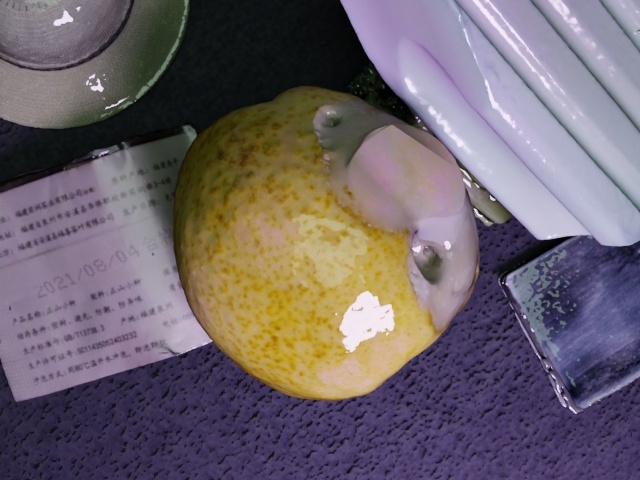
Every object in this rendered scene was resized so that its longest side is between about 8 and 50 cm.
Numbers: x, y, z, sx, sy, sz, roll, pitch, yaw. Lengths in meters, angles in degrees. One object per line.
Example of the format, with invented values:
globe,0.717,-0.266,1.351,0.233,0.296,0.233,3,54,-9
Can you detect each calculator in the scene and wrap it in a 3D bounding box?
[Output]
calculator,0.319,0.040,1.099,0.261,0.021,0.161,-29,94,-3

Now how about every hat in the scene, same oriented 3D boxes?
hat,-0.242,-0.230,0.990,0.257,0.130,0.257,0,91,-5

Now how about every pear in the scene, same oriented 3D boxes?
pear,0.000,0.000,0.956,0.271,0.271,0.271,0,92,-5

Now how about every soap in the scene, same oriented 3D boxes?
soap,0.174,-0.164,0.948,0.347,0.115,0.208,41,68,-29

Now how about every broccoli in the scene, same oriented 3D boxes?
broccoli,0.111,-0.096,1.047,0.122,0.118,0.204,-46,112,-21

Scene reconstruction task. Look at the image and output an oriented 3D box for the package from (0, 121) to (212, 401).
package,-0.202,0.021,1.039,0.251,0.062,0.204,-20,92,0
